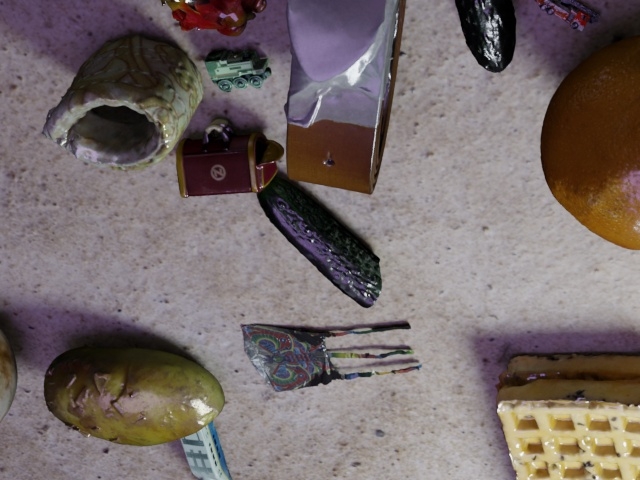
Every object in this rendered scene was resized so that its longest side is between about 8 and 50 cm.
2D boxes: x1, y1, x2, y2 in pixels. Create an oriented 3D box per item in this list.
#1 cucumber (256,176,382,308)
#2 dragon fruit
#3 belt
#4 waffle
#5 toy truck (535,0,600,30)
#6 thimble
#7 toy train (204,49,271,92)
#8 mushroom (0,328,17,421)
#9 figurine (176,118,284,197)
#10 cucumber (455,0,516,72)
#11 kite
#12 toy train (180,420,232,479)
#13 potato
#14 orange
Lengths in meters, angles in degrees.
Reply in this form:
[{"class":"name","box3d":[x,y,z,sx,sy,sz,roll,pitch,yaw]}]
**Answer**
[{"class":"cucumber","box3d":[0.000,-0.001,2.004,0.241,0.074,0.074,42,130,-20]},{"class":"dragon fruit","box3d":[-0.143,-0.318,1.710,0.133,0.207,0.150,-24,79,18]},{"class":"belt","box3d":[0.028,-0.211,1.696,0.122,0.217,0.339,11,132,6]},{"class":"waffle","box3d":[0.416,0.337,2.163,0.261,0.114,0.376,-2,131,17]},{"class":"toy truck","box3d":[0.292,-0.276,1.694,0.083,0.024,0.032,30,104,-8]},{"class":"thimble","box3d":[-0.258,-0.178,1.863,0.190,0.143,0.137,-4,131,19]},{"class":"toy train","box3d":[-0.106,-0.224,1.853,0.083,0.033,0.053,-6,126,21]},{"class":"mushroom","box3d":[-0.590,0.212,2.273,0.178,0.226,0.226,-12,127,34]},{"class":"figurine","box3d":[-0.121,-0.118,1.937,0.154,0.082,0.098,-5,111,20]},{"class":"cucumber","box3d":[0.186,-0.321,1.649,0.081,0.072,0.303,5,133,12]},{"class":"kite","box3d":[0.018,0.177,2.201,0.285,0.015,0.152,-8,129,23]},{"class":"toy train","box3d":[-0.192,0.380,2.428,0.052,0.051,0.234,4,133,18]},{"class":"potato","box3d":[-0.301,0.250,2.277,0.298,0.141,0.176,6,142,12]},{"class":"orange","box3d":[0.388,-0.117,1.660,0.264,0.264,0.264,8,134,9]}]
